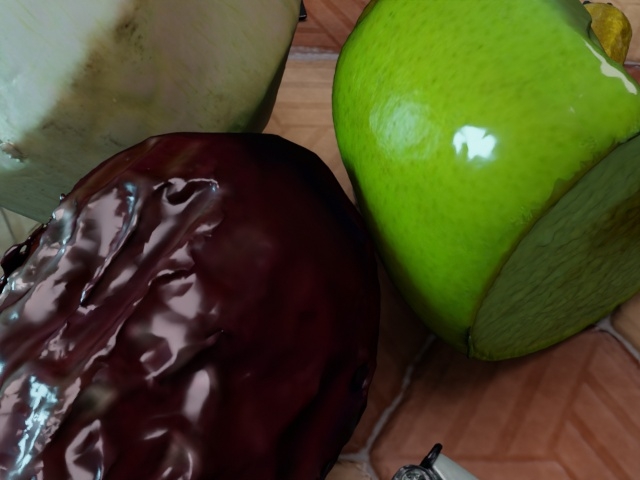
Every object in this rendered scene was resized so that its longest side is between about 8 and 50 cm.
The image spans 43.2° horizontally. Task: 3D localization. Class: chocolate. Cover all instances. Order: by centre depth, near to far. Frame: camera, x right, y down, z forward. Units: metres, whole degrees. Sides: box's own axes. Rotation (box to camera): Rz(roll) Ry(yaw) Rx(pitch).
[{"bbox_3d":[0.289,-0.171,0.880,0.086,0.085,0.219,16,51,11],"label":"chocolate"}]

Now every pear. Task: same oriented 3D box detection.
[{"bbox_3d":[0.123,-0.086,0.635,0.238,0.342,0.318,-41,62,17],"label":"pear"}]

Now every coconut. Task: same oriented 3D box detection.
[{"bbox_3d":[-0.176,-0.170,0.701,0.353,0.352,0.352,2,49,-2],"label":"coconut"}]

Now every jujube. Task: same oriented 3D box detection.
[{"bbox_3d":[-0.103,0.093,0.527,0.258,0.258,0.376,25,59,18],"label":"jujube"}]

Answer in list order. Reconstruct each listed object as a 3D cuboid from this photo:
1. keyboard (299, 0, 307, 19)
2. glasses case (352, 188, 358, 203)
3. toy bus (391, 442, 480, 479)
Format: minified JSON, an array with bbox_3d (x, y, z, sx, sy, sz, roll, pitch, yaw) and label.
[{"bbox_3d":[-0.062,-0.345,1.058,0.064,0.010,0.198,-7,49,-7],"label":"keyboard"},{"bbox_3d":[0.118,-0.077,0.804,0.193,0.049,0.074,-28,59,-25],"label":"glasses case"},{"bbox_3d":[0.049,0.230,0.509,0.089,0.087,0.194,32,53,11],"label":"toy bus"}]
